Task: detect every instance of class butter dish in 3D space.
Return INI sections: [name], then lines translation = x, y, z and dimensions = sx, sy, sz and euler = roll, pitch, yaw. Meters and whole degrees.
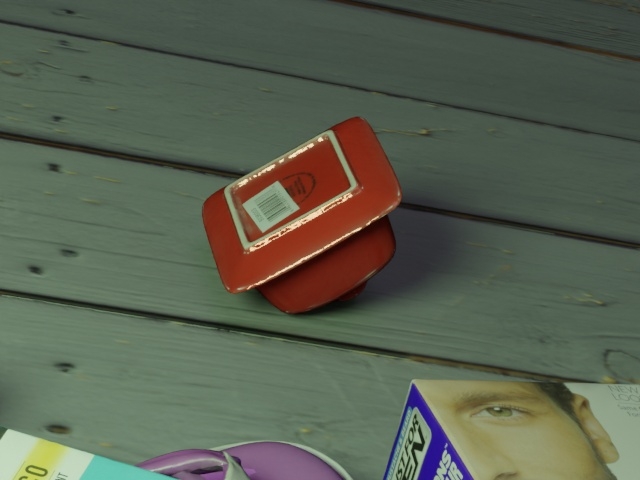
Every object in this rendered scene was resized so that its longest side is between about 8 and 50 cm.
[butter dish]
translation = 0.000, 0.000, 1.471
dimensions = 0.160, 0.118, 0.160
euler = -28, 33, 3

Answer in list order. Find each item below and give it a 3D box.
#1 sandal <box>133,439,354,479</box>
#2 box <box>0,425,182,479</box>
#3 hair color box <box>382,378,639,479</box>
[sandal]
translation = -0.107, 0.184, 1.032
dimensions = 0.169, 0.102, 0.416
euler = 30, 31, 29
[box]
translation = -0.162, 0.154, 0.939
dimensions = 0.244, 0.060, 0.100
euler = 15, 40, 11
[hair color box]
translation = 0.181, 0.218, 1.125
dimensions = 0.185, 0.110, 0.339
euler = 3, 26, -22
